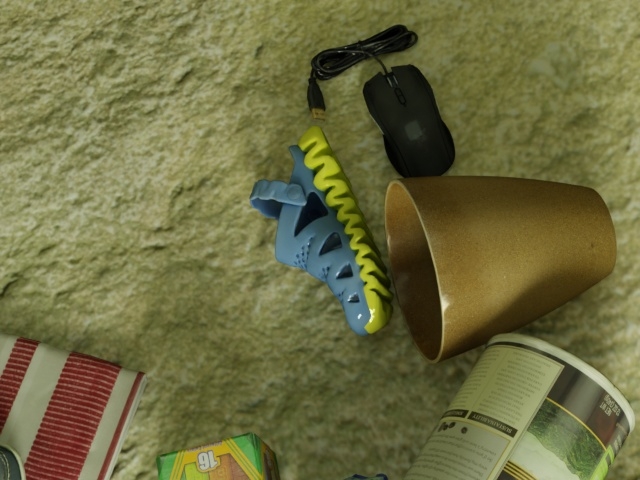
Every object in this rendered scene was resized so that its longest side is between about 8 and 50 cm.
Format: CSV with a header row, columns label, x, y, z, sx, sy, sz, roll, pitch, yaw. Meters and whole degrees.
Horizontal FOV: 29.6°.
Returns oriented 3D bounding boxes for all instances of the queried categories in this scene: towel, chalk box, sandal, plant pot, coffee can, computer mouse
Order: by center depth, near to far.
label,x,y,z,sx,sy,sz,roll,pitch,yaw
coffee can,0.212,0.275,1.403,0.201,0.201,0.275,27,67,20
chalk box,-0.110,0.365,1.489,0.132,0.132,0.213,-16,65,5
plant pot,0.234,0.015,1.539,0.254,0.237,0.237,-11,65,-10
sandal,0.000,0.000,1.637,0.138,0.126,0.317,-26,56,4
towel,-0.421,0.250,1.654,0.329,0.037,0.237,13,70,16
computer mouse,0.077,-0.193,1.729,0.184,0.060,0.262,-17,65,3

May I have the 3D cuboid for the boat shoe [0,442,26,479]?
label,x,y,z,sx,sy,sz,roll,pitch,yaw
boat shoe,-0.453,0.385,1.551,0.095,0.079,0.254,19,86,19

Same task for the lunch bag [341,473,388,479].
label,x,y,z,sx,sy,sz,roll,pitch,yaw
lunch bag,0.034,0.372,1.454,0.129,0.096,0.151,-19,90,-32
